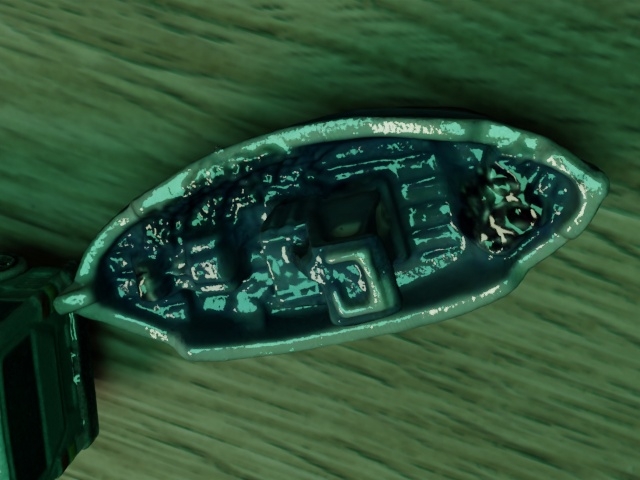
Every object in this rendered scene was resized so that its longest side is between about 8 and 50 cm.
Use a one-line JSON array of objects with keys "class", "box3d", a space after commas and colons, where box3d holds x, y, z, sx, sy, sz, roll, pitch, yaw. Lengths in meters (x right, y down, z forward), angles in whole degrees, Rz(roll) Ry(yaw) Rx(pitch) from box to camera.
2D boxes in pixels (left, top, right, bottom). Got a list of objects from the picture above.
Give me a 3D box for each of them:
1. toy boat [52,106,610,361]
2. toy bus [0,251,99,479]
[{"class": "toy boat", "box3d": [0.000, 0.000, 0.679, 0.309, 0.142, 0.129, -12, 108, 14]}, {"class": "toy bus", "box3d": [-0.274, 0.083, 0.738, 0.256, 0.147, 0.128, 1, 108, 11]}]
